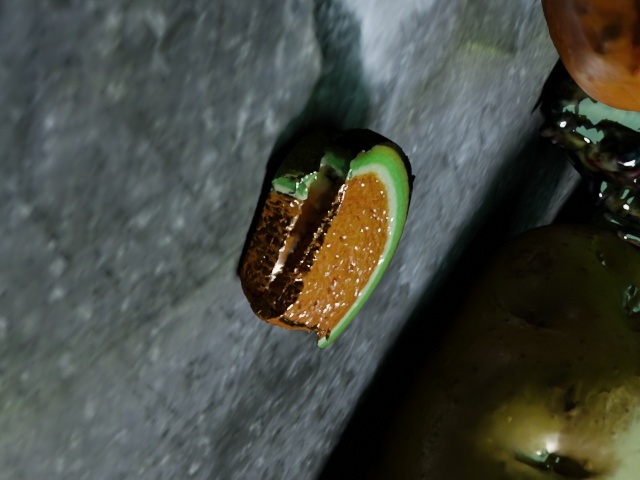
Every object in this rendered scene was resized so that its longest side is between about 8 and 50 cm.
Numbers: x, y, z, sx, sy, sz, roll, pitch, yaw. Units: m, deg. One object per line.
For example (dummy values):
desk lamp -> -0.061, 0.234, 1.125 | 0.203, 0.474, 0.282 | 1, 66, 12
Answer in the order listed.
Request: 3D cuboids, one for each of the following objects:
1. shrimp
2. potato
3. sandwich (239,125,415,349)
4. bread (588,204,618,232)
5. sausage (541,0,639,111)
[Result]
shrimp -> 0.234, -0.078, 0.871 | 0.365, 0.071, 0.233 | 14, 70, -43
potato -> 0.079, 0.167, 0.819 | 0.369, 0.176, 0.195 | -57, -168, 8
sandwich -> 0.001, -0.004, 0.506 | 0.069, 0.026, 0.101 | -55, 161, 0
bread -> 0.200, 0.100, 1.099 | 0.382, 0.129, 0.366 | -62, 167, 7
sausage -> 0.163, -0.157, 0.529 | 0.258, 0.133, 0.133 | -59, 164, -4
